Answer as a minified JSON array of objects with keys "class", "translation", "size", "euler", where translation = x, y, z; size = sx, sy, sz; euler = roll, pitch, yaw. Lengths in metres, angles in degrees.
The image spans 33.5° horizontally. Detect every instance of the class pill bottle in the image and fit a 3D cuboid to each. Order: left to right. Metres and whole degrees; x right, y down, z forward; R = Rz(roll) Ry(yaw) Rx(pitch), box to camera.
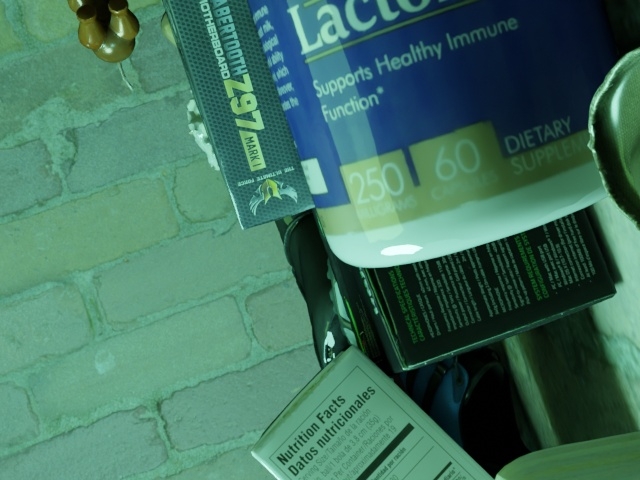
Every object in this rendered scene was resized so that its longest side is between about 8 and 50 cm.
[{"class":"pill bottle","translation":[0.037,-0.133,0.480],"size":[0.153,0.153,0.265],"euler":[-146,36,-83]}]

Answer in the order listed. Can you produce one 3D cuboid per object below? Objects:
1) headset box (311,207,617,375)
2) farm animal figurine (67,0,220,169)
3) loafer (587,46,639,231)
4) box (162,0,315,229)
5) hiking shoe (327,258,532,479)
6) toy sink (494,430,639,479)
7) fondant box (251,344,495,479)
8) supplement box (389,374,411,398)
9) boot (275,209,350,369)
[{"class":"headset box","translation":[0.062,-0.042,0.727],"size":[0.283,0.131,0.246],"euler":[98,153,-82]},{"class":"farm animal figurine","translation":[-0.077,-0.244,1.097],"size":[0.326,0.330,0.172],"euler":[39,161,20]},{"class":"loafer","translation":[0.126,-0.017,0.297],"size":[0.251,0.087,0.094],"euler":[-128,19,-77]},{"class":"box","translation":[-0.071,-0.140,0.738],"size":[0.233,0.059,0.183],"euler":[-115,8,-60]},{"class":"hiking shoe","translation":[0.113,0.104,0.980],"size":[0.132,0.113,0.304],"euler":[-28,84,49]},{"class":"toy sink","translation":[0.132,0.133,0.315],"size":[0.234,0.152,0.131],"euler":[-113,22,-51]},{"class":"fondant box","translation":[0.103,0.221,0.732],"size":[0.330,0.096,0.238],"euler":[45,173,5]},{"class":"supplement box","translation":[0.066,0.236,0.932],"size":[0.239,0.073,0.130],"euler":[62,153,14]},{"class":"boot","translation":[0.001,0.002,1.283],"size":[0.445,0.146,0.367],"euler":[-97,-17,-65]}]
